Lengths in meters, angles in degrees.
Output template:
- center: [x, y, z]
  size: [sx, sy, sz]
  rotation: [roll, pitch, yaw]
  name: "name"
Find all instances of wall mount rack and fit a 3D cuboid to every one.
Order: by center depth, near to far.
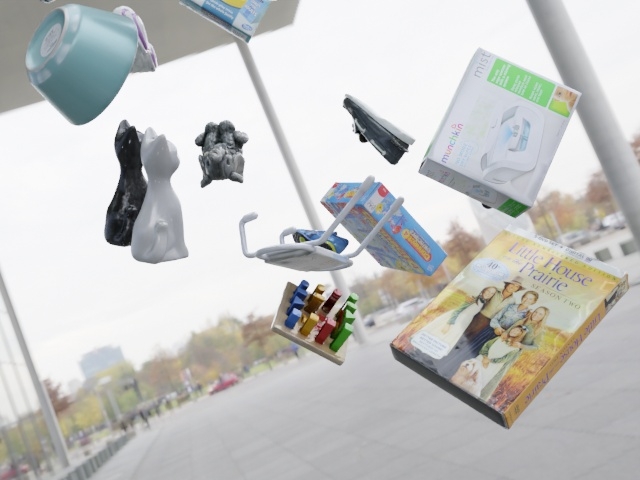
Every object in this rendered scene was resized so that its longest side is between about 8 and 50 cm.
- center: [0.011, -0.021, 1.615]
  size: [0.304, 0.131, 0.350]
  rotation: [-12, -12, 20]
  name: "wall mount rack"

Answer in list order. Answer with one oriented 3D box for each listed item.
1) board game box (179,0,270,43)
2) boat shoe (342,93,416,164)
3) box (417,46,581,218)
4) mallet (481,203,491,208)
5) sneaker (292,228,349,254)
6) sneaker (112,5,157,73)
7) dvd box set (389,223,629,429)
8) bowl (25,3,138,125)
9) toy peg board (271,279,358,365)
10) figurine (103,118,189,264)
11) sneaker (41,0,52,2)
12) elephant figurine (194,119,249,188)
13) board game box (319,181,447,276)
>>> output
- center: [-0.259, -0.845, 2.471]
  size: [0.336, 0.253, 0.079]
  rotation: [-64, 12, -10]
  name: "board game box"
- center: [0.131, -0.297, 2.040]
  size: [0.114, 0.302, 0.091]
  rotation: [25, -75, -36]
  name: "boat shoe"
- center: [0.358, -0.216, 1.570]
  size: [0.262, 0.231, 0.127]
  rotation: [-63, -2, -9]
  name: "box"
- center: [0.392, -0.167, 1.983]
  size: [0.039, 0.190, 0.062]
  rotation: [-34, -1, 26]
  name: "mallet"
- center: [0.000, 0.000, 2.315]
  size: [0.082, 0.069, 0.209]
  rotation: [-32, 31, -32]
  name: "sneaker"
- center: [-0.565, -0.555, 2.220]
  size: [0.152, 0.114, 0.305]
  rotation: [-14, -16, -4]
  name: "sneaker"
- center: [0.394, 0.161, 1.622]
  size: [0.420, 0.062, 0.307]
  rotation: [-41, 44, -20]
  name: "dvd box set"
- center: [-0.614, -0.459, 1.919]
  size: [0.311, 0.312, 0.163]
  rotation: [-27, -36, 33]
  name: "bowl"
- center: [0.001, 0.145, 1.573]
  size: [0.079, 0.160, 0.161]
  rotation: [-56, 10, 30]
  name: "toy peg board"
- center: [-0.285, -0.084, 1.253]
  size: [0.092, 0.210, 0.215]
  rotation: [-7, 15, -32]
  name: "figurine"
- center: [-0.741, -0.789, 2.082]
  size: [0.106, 0.282, 0.162]
  rotation: [-9, 18, 40]
  name: "sneaker"
- center: [-0.293, -0.222, 2.221]
  size: [0.169, 0.239, 0.186]
  rotation: [-35, -53, 25]
  name: "elephant figurine"
- center: [0.179, -0.038, 2.276]
  size: [0.086, 0.308, 0.302]
  rotation: [-49, 19, -12]
  name: "board game box"
